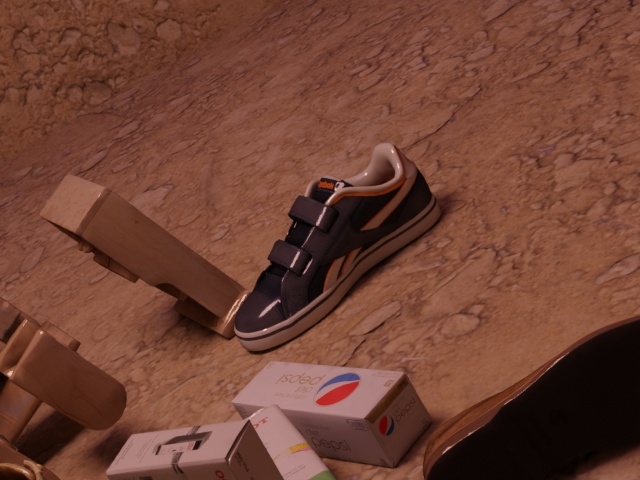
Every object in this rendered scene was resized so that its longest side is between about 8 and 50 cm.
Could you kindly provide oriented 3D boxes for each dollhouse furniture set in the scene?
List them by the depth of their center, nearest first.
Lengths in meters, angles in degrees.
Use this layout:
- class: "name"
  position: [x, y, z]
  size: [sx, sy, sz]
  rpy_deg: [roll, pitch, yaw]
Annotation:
- class: "dollhouse furniture set"
  position: [-0.315, 0.153, 1.811]
  size: [0.394, 0.256, 0.362]
  rpy_deg: [-57, 28, -8]

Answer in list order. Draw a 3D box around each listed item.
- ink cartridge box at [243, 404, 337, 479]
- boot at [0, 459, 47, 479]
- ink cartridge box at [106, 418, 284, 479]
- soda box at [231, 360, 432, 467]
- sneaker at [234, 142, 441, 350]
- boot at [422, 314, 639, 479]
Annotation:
- class: "ink cartridge box"
  position: [-0.057, 0.264, 1.344]
  size: [0.154, 0.093, 0.212]
  rpy_deg: [-33, 26, -8]
- class: "boot"
  position: [-0.265, 0.289, 1.392]
  size: [0.095, 0.203, 0.262]
  rpy_deg: [-28, 24, 3]
- class: "ink cartridge box"
  position: [-0.105, 0.218, 1.252]
  size: [0.135, 0.099, 0.056]
  rpy_deg: [-11, 29, 31]
- class: "soda box"
  position: [0.009, 0.178, 1.476]
  size: [0.216, 0.069, 0.074]
  rpy_deg: [0, 37, 48]
- class: "sneaker"
  position: [0.000, 0.000, 1.784]
  size: [0.321, 0.127, 0.126]
  rpy_deg: [-40, 26, -19]
- class: "boot"
  position: [0.223, 0.137, 1.275]
  size: [0.305, 0.112, 0.115]
  rpy_deg: [-30, 12, 6]
